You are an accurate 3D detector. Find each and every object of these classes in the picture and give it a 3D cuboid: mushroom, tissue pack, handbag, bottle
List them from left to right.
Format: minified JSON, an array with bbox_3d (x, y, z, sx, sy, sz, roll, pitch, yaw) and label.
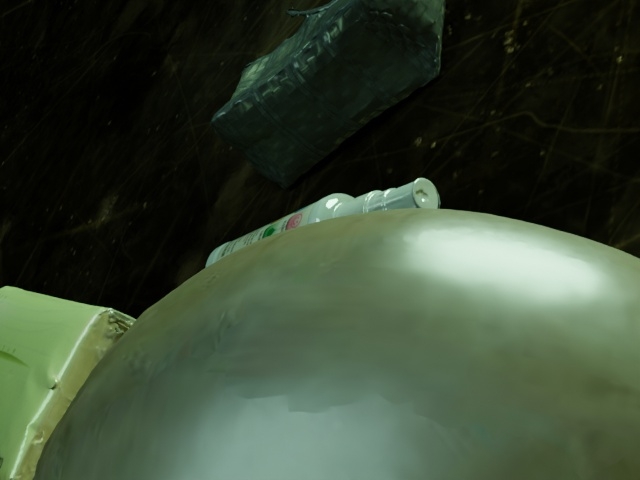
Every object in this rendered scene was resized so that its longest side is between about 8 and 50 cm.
[{"bbox_3d":[-0.213,0.133,1.111,0.234,0.125,0.159,6,68,57],"label":"tissue pack"},{"bbox_3d":[0.000,0.000,0.982,0.217,0.060,0.060,-25,43,46],"label":"bottle"},{"bbox_3d":[0.011,-0.161,1.110,0.270,0.088,0.175,-36,28,34],"label":"handbag"},{"bbox_3d":[0.050,0.169,0.559,0.362,0.294,0.362,-4,81,25],"label":"mushroom"}]
